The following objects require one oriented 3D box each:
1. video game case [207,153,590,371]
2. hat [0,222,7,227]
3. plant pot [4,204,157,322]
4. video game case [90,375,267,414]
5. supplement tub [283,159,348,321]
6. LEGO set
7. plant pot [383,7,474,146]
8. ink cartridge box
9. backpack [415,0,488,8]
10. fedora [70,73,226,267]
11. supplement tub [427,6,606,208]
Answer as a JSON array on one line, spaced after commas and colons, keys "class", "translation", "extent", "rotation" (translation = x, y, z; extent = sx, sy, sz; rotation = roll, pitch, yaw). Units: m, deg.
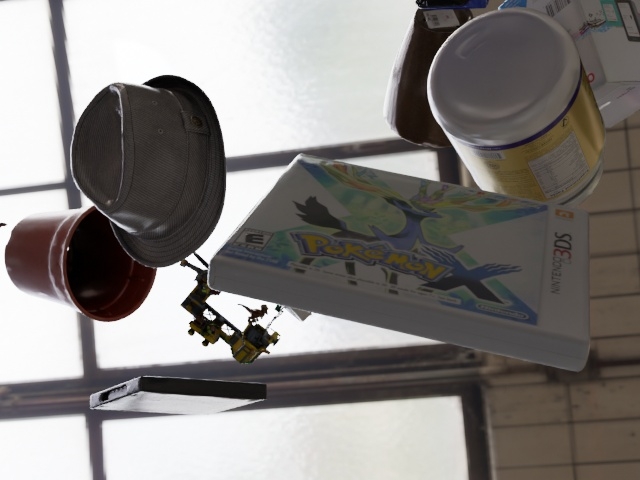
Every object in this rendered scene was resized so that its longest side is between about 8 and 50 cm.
[{"class": "video game case", "translation": [0.095, 0.004, 0.950], "extent": [0.300, 0.329, 0.036], "rotation": [-58, -22, -63]}, {"class": "hat", "translation": [-0.531, 0.057, 1.194], "extent": [0.208, 0.173, 0.183], "rotation": [-62, -5, -67]}, {"class": "plant pot", "translation": [-0.562, 0.038, 2.233], "extent": [0.272, 0.265, 0.272], "rotation": [-7, -81, -52]}, {"class": "video game case", "translation": [-0.287, 0.315, 1.966], "extent": [0.275, 0.248, 0.035], "rotation": [9, -111, -33]}, {"class": "supplement tub", "translation": [0.000, 0.000, 1.846], "extent": [0.191, 0.272, 0.191], "rotation": [43, 172, 7]}, {"class": "LEGO set", "translation": [-0.123, 0.069, 1.987], "extent": [0.255, 0.192, 0.331], "rotation": [45, -136, 1]}, {"class": "plant pot", "translation": [0.229, -0.335, 1.875], "extent": [0.230, 0.216, 0.215], "rotation": [87, -175, -48]}, {"class": "ink cartridge box", "translation": [0.502, -0.369, 1.842], "extent": [0.198, 0.197, 0.270], "rotation": [-36, 63, 56]}, {"class": "backpack", "translation": [0.190, -0.385, 1.366], "extent": [0.101, 0.098, 0.120], "rotation": [-15, -72, -52]}, {"class": "fedora", "translation": [-0.251, -0.108, 1.323], "extent": [0.124, 0.244, 0.275], "rotation": [15, -121, -49]}, {"class": "supplement tub", "translation": [0.336, -0.197, 1.615], "extent": [0.331, 0.241, 0.241], "rotation": [44, -140, -55]}]
